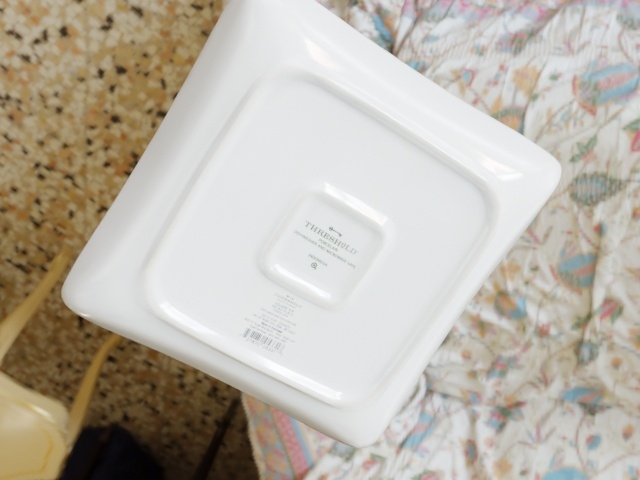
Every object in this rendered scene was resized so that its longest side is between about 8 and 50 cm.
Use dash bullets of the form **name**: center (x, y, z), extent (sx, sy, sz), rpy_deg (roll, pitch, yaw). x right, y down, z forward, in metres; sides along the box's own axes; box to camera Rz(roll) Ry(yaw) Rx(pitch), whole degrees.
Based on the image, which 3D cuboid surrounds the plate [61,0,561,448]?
- **plate**: center (0.000, 0.000, 0.664), extent (0.277, 0.045, 0.278), rpy_deg (29, 102, -19)
